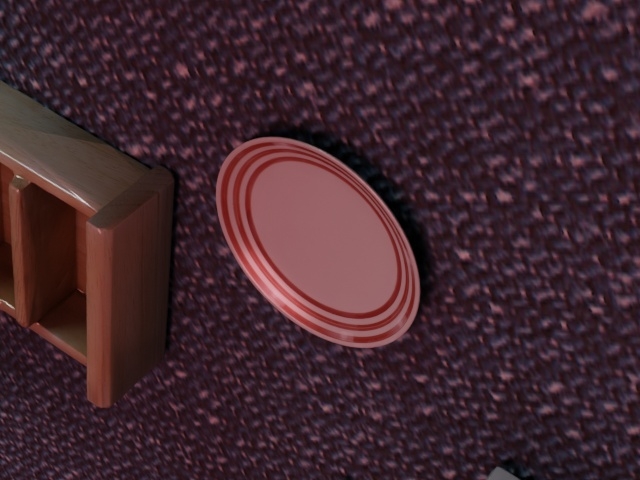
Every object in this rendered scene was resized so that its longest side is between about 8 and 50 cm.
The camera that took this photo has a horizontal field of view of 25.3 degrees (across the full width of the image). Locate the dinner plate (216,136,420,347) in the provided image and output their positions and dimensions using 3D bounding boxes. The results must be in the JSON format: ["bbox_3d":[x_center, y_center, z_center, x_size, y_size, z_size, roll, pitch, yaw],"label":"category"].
[{"bbox_3d":[0.000,0.000,0.807,0.141,0.017,0.141,24,135,26],"label":"dinner plate"}]

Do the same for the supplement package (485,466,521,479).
[{"bbox_3d":[0.089,0.308,0.767,0.198,0.262,0.199,32,131,14],"label":"supplement package"}]

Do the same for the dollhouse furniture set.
[{"bbox_3d":[-0.310,0.066,0.847,0.256,0.394,0.362,30,139,20],"label":"dollhouse furniture set"}]
